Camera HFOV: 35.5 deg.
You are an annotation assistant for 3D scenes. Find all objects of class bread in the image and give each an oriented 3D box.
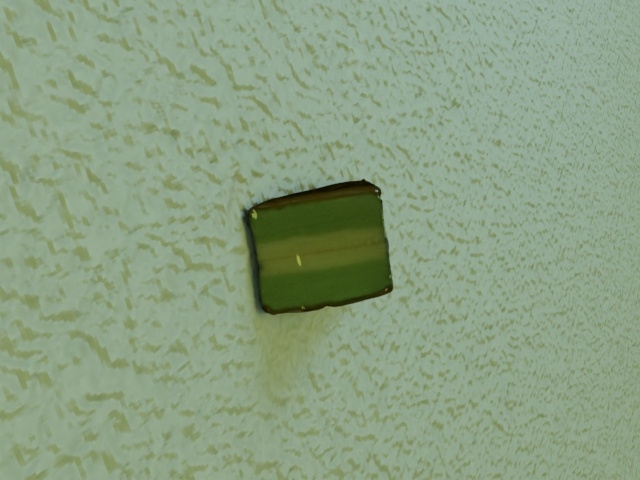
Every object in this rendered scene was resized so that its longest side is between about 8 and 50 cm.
[{"bbox_3d":[0.000,-0.001,0.679,0.139,0.084,0.074,-97,179,-83],"label":"bread"}]
